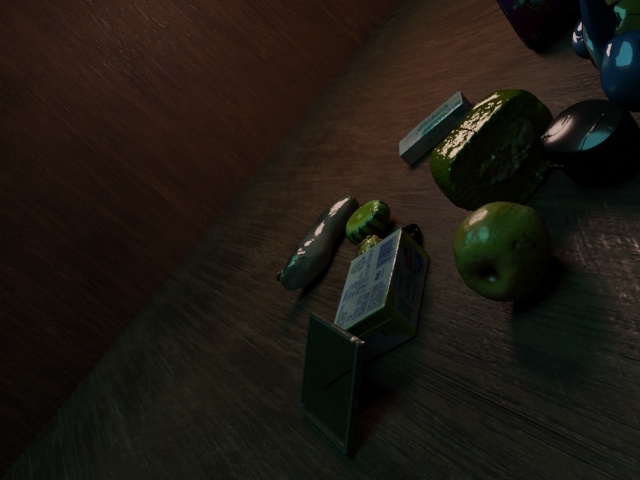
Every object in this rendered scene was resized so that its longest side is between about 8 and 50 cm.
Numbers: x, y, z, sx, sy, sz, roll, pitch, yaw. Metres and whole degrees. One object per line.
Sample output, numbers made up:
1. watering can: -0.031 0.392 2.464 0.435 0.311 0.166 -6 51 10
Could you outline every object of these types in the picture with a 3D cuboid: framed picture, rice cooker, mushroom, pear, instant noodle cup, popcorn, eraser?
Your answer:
1. framed picture: 0.017 0.269 1.611 0.289 0.020 0.211 -162 77 -71
2. rice cooker: 0.483 -0.175 1.479 0.142 0.118 0.203 -51 19 -6
3. mushroom: -0.001 0.000 2.280 0.109 0.097 0.351 -22 29 53
4. pear: 0.314 0.014 1.411 0.178 0.178 0.178 -42 19 18
5. instant noodle cup: 0.559 -0.643 2.105 0.190 0.251 0.251 -30 24 24
6. popcorn: 0.122 0.027 1.997 0.083 0.057 0.082 -37 27 21
7. eraser: 0.312 -0.305 2.249 0.225 0.052 0.096 -40 21 24

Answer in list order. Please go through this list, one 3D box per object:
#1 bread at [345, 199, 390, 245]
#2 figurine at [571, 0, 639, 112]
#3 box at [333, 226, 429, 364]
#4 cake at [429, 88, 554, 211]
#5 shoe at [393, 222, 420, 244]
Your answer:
1. bread: 0.125 -0.044 2.112 0.139 0.071 0.130 -41 16 27
2. figurine: 0.575 -0.409 1.539 0.416 0.297 0.243 -87 23 -60
3. box: 0.127 0.116 1.735 0.168 0.097 0.265 -36 21 33
4. cake: 0.358 -0.175 1.673 0.260 0.179 0.156 -45 19 -1
5. shoe: 0.196 0.000 1.876 0.062 0.053 0.159 -50 -15 19
